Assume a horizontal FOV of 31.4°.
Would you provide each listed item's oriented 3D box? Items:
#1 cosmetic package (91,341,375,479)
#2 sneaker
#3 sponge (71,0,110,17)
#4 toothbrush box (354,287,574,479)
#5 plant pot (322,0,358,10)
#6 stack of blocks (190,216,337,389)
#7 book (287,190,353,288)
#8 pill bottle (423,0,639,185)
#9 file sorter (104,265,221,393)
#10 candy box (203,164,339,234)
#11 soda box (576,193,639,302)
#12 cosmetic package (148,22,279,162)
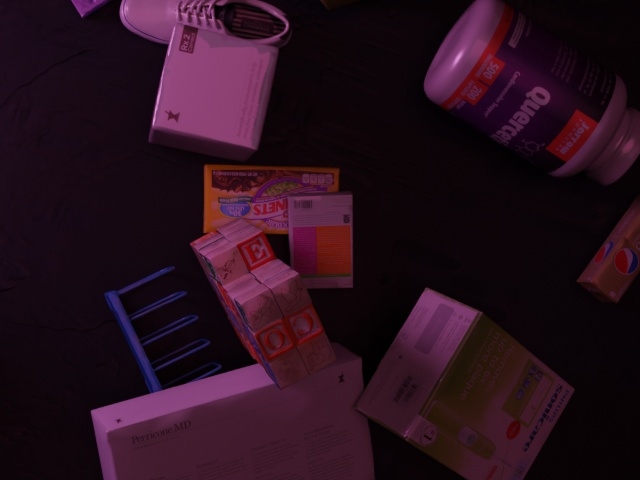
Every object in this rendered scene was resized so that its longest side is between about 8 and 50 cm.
[{"bbox_3d":[-0.109,0.331,1.605,0.377,0.097,0.284,-13,108,-23],"label":"cosmetic package"},{"bbox_3d":[-0.165,-0.335,1.678,0.258,0.091,0.094,3,88,-11],"label":"sneaker"},{"bbox_3d":[-0.298,-0.435,1.687,0.210,0.031,0.117,-35,95,-9],"label":"sponge"},{"bbox_3d":[0.215,0.230,1.659,0.283,0.122,0.206,39,80,-42],"label":"toothbrush box"},{"bbox_3d":[0.084,-0.483,1.662,0.293,0.275,0.275,-37,96,6],"label":"plant pot"},{"bbox_3d":[-0.085,0.077,1.569,0.087,0.297,0.171,-28,104,-9],"label":"stack of blocks"},{"bbox_3d":[0.000,0.000,1.711,0.096,0.035,0.144,-2,107,-7],"label":"book"},{"bbox_3d":[0.331,-0.217,1.722,0.323,0.181,0.181,30,84,-8],"label":"pill bottle"},{"bbox_3d":[-0.227,0.132,1.645,0.104,0.118,0.170,-25,93,-13],"label":"file sorter"},{"bbox_3d":[-0.073,-0.061,1.722,0.206,0.027,0.105,0,93,-10],"label":"candy box"},{"bbox_3d":[0.489,0.011,1.807,0.058,0.061,0.181,37,83,-7],"label":"soda box"},{"bbox_3d":[-0.157,-0.206,1.630,0.151,0.183,0.151,12,87,-10],"label":"cosmetic package"}]
